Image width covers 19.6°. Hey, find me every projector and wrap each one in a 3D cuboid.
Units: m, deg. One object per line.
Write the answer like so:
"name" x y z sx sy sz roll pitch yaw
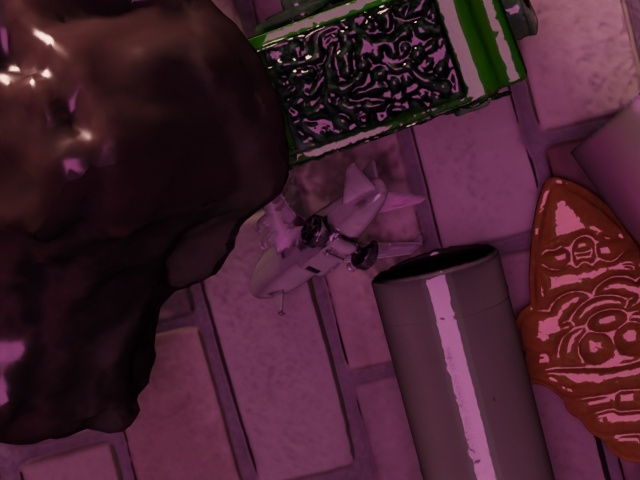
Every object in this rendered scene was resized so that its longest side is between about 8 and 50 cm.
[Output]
"projector" 0.131 0.176 1.486 0.108 0.108 0.337 -14 97 9

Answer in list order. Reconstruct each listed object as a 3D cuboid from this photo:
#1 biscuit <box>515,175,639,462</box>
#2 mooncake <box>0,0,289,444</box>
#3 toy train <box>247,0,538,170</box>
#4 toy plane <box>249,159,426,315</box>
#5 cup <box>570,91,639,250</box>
"biscuit" 0.230 0.066 1.498 0.162 0.035 0.250 -21 94 5
"mooncake" -0.227 -0.047 1.381 0.350 0.212 0.381 39 127 32
"toy train" 0.044 -0.138 1.405 0.243 0.188 0.132 -19 98 9
"toy plane" 0.000 0.000 1.481 0.162 0.065 0.171 23 125 -34
"cup" 0.332 0.001 1.405 0.203 0.203 0.288 -40 86 11
